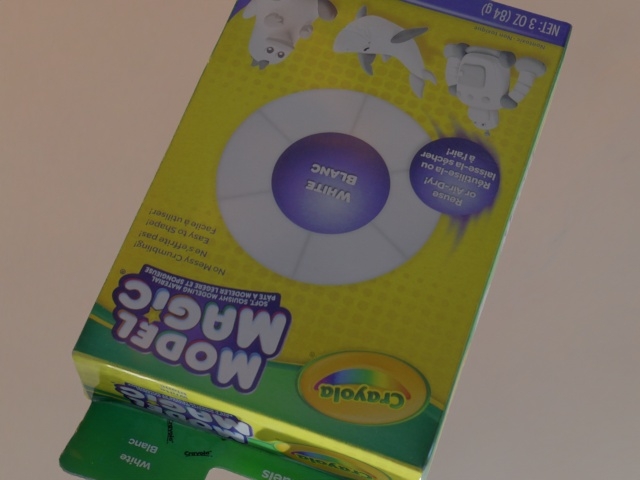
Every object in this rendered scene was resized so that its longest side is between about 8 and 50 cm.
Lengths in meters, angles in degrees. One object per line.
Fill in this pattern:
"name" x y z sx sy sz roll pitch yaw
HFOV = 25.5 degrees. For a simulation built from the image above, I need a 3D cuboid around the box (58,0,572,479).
"box" 0.000 0.000 0.419 0.105 0.043 0.179 17 -114 8
